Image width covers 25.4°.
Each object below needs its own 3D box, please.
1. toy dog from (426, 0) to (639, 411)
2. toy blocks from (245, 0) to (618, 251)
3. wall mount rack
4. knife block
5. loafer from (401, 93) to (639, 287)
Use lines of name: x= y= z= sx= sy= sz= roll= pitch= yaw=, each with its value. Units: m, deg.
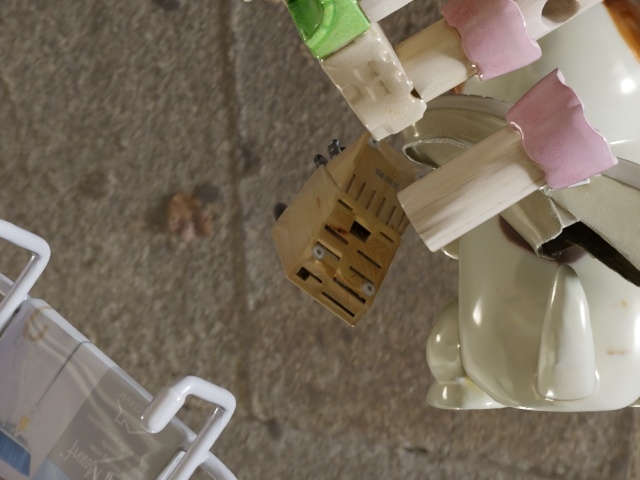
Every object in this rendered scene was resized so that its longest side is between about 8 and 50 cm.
toy dog: x=0.211 y=-0.042 z=1.361 sx=0.285 sy=0.395 sz=0.408 roll=-3 pitch=83 yaw=21
toy blocks: x=0.078 y=-0.218 z=0.826 sx=0.260 sy=0.309 sz=0.288 roll=-32 pitch=133 yaw=9
wall mount rack: x=-0.231 y=0.166 z=0.987 sx=0.350 sy=0.130 sz=0.304 roll=36 pitch=91 yaw=25
knife block: x=0.000 y=0.000 z=1.524 sx=0.088 sy=0.275 sz=0.242 roll=36 pitch=142 yaw=-13
loafer: x=0.179 y=-0.038 z=1.136 sx=0.268 sy=0.092 sz=0.102 roll=22 pitch=167 yaw=13
